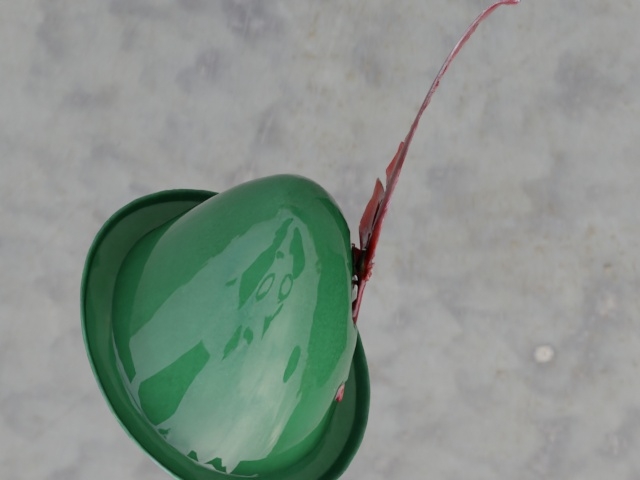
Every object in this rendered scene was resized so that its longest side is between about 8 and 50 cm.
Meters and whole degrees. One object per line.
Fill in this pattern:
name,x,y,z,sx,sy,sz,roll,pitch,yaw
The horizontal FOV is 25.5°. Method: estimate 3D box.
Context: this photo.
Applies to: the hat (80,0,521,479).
hat,0.000,0.000,0.681,0.173,0.208,0.183,9,146,-35
